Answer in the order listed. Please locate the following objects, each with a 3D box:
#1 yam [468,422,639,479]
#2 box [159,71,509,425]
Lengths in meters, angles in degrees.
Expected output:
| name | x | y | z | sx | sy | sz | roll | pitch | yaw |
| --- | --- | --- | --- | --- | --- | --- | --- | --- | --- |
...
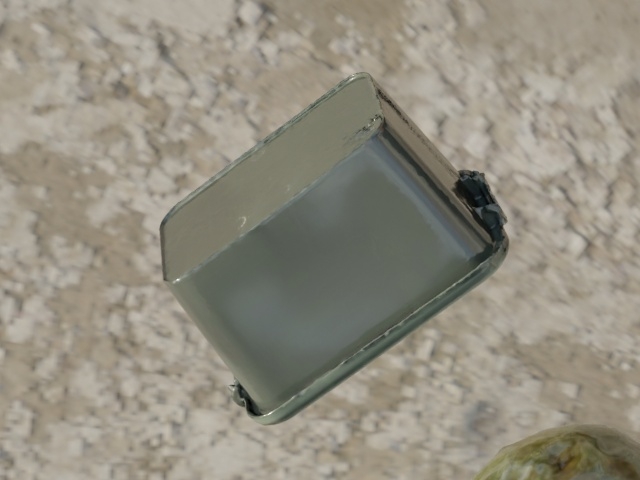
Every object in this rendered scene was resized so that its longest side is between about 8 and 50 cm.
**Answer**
| name | x | y | z | sx | sy | sz | roll | pitch | yaw |
| --- | --- | --- | --- | --- | --- | --- | --- | --- | --- |
| yam | 0.043 | 0.215 | 0.631 | 0.133 | 0.133 | 0.330 | 25 | 100 | 19 |
| box | 0.000 | 0.000 | 0.684 | 0.122 | 0.084 | 0.069 | -36 | 114 | 9 |
